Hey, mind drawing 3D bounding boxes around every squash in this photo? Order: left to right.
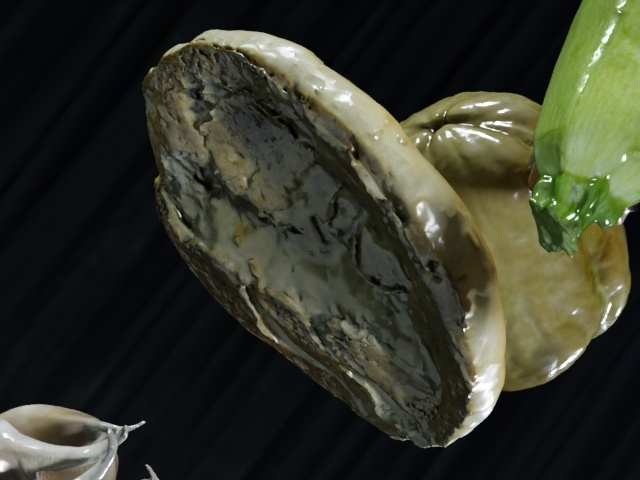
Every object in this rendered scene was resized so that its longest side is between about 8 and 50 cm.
[{"bbox_3d":[0.199,-0.128,0.970,0.118,0.370,0.118,30,-34,24],"label":"squash"}]

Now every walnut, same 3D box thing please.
[{"bbox_3d":[0.145,-0.003,1.726,0.283,0.227,0.283,22,-35,17],"label":"walnut"}]

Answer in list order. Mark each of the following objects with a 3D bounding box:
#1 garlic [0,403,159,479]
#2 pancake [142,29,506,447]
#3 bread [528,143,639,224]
[{"bbox_3d":[-0.206,0.200,1.082,0.237,0.292,0.210,10,31,-10],"label":"garlic"},{"bbox_3d":[0.001,0.000,1.525,0.387,0.082,0.387,36,-33,28],"label":"pancake"},{"bbox_3d":[0.261,-0.049,1.412,0.225,0.081,0.134,6,-7,16],"label":"bread"}]
